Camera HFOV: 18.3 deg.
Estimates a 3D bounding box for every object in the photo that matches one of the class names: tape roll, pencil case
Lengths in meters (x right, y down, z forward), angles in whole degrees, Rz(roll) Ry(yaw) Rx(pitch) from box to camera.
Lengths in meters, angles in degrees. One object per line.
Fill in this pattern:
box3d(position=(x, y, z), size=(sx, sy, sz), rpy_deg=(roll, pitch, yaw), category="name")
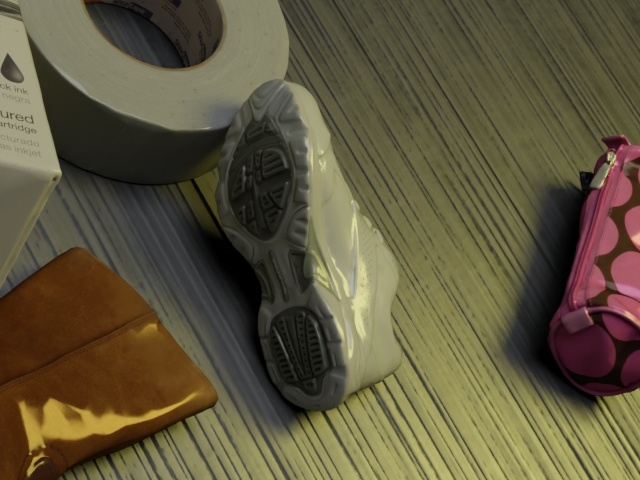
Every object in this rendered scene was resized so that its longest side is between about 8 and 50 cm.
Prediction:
box3d(position=(-0.135, -0.151, 1.449), size=(0.219, 0.072, 0.219), rpy_deg=(17, 50, -21), category="tape roll")
box3d(position=(0.232, 0.016, 1.544), size=(0.098, 0.095, 0.209), rpy_deg=(58, 35, -34), category="pencil case")

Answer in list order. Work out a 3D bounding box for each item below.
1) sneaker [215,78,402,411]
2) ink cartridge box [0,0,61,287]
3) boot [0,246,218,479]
box3d(position=(0.000, 0.000, 1.404), size=(0.115, 0.090, 0.232), rpy_deg=(-10, 89, -52), category="sneaker")
box3d(position=(-0.292, -0.110, 1.244), size=(0.198, 0.115, 0.273), rpy_deg=(12, 38, -30), category="ink cartridge box")
box3d(position=(-0.166, 0.153, 1.226), size=(0.264, 0.096, 0.280), rpy_deg=(45, 39, 14), category="boot")
